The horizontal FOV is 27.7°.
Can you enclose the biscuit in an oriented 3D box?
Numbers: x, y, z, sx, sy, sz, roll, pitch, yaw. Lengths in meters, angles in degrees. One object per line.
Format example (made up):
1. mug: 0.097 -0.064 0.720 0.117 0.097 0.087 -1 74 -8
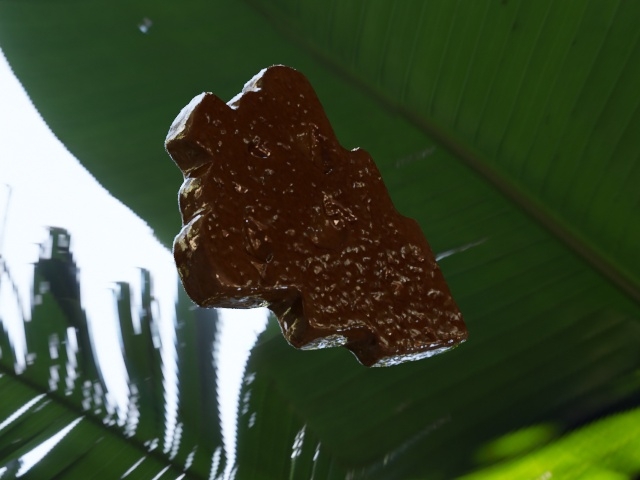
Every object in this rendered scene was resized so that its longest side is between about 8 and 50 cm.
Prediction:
1. biscuit: 0.000 0.000 1.060 0.306 0.284 0.043 40 -51 -17
